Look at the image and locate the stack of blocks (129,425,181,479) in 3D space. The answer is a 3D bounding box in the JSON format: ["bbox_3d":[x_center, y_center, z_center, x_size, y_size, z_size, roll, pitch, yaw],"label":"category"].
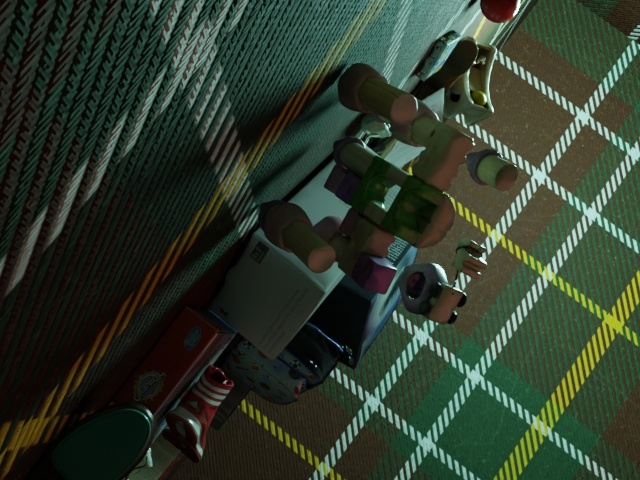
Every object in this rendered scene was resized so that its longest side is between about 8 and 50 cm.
[{"bbox_3d":[-0.367,0.483,1.842,0.297,0.087,0.171,-49,174,-42],"label":"stack of blocks"}]

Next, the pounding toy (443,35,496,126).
[{"bbox_3d":[0.402,-0.409,2.054,0.154,0.154,0.270,-48,-145,46],"label":"pounding toy"}]

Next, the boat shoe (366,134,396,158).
[{"bbox_3d":[0.148,-0.240,1.749,0.049,0.056,0.152,9,117,-47],"label":"boat shoe"}]

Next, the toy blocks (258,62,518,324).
[{"bbox_3d":[0.084,-0.080,1.203,0.289,0.309,0.260,-61,-144,9],"label":"toy blocks"}]

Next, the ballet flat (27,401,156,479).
[{"bbox_3d":[-0.325,0.305,1.053,0.280,0.095,0.096,-42,-176,-2],"label":"ballet flat"}]

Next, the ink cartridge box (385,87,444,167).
[{"bbox_3d":[0.208,-0.268,1.935,0.181,0.056,0.225,-33,153,-8],"label":"ink cartridge box"}]

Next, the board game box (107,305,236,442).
[{"bbox_3d":[-0.266,0.251,1.295,0.316,0.064,0.242,-52,175,-5],"label":"board game box"}]

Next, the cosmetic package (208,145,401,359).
[{"bbox_3d":[-0.007,0.005,1.442,0.385,0.156,0.217,-49,176,-46],"label":"cosmetic package"}]

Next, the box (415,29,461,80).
[{"bbox_3d":[0.257,-0.403,1.767,0.094,0.027,0.137,-57,173,30],"label":"box"}]

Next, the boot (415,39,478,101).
[{"bbox_3d":[0.303,-0.402,1.992,0.197,0.073,0.152,-46,178,8],"label":"boot"}]

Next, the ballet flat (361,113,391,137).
[{"bbox_3d":[0.104,-0.224,1.556,0.052,0.057,0.168,-26,175,8],"label":"ballet flat"}]

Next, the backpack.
[{"bbox_3d":[-0.098,0.269,1.943,0.213,0.276,0.263,-46,179,-21],"label":"backpack"}]

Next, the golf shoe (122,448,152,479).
[{"bbox_3d":[-0.321,0.360,1.440,0.176,0.086,0.069,-54,173,-3],"label":"golf shoe"}]

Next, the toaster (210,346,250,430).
[{"bbox_3d":[-0.251,0.389,2.127,0.168,0.110,0.186,-51,175,-27],"label":"toaster"}]

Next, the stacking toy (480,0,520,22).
[{"bbox_3d":[0.472,-0.609,1.768,0.330,0.141,0.141,-52,176,37],"label":"stacking toy"}]

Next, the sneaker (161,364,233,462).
[{"bbox_3d":[-0.194,0.289,1.363,0.128,0.087,0.221,-49,175,-27],"label":"sneaker"}]

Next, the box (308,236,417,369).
[{"bbox_3d":[0.104,0.118,2.095,0.294,0.182,0.296,-49,159,-37],"label":"box"}]
